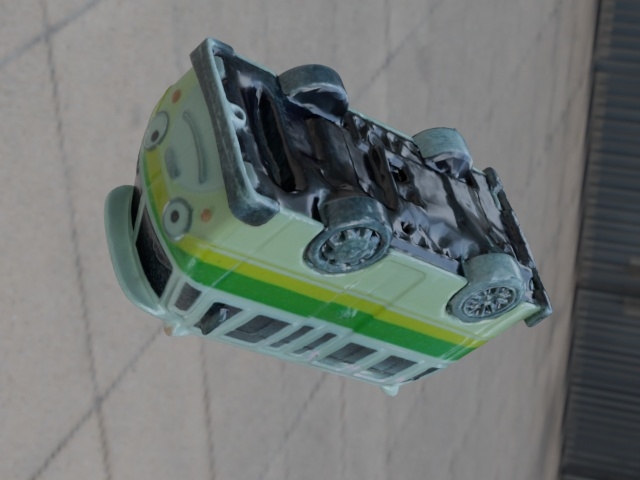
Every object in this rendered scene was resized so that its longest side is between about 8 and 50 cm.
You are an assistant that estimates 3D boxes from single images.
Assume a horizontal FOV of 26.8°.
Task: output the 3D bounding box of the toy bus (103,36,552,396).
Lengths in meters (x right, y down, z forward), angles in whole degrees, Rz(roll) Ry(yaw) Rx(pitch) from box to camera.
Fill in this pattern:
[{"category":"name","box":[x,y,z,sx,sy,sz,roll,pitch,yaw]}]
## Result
[{"category":"toy bus","box":[0.000,0.000,0.848,0.276,0.165,0.133,20,41,-41]}]
